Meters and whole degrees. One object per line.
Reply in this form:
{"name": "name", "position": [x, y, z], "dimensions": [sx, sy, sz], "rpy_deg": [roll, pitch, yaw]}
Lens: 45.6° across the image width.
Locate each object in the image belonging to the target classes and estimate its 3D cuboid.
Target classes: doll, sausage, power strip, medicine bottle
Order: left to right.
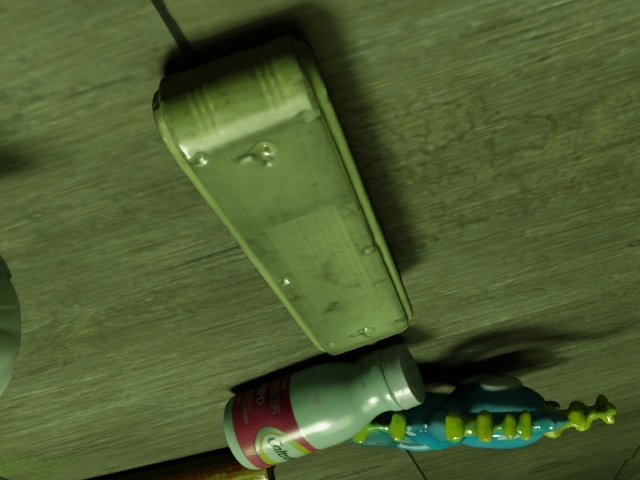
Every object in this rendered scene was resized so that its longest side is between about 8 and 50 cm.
{"name": "sausage", "position": [-0.247, 0.365, 1.086], "dimensions": [0.372, 0.082, 0.082], "rpy_deg": [-12, 152, -1]}
{"name": "power strip", "position": [0.000, 0.000, 0.547], "dimensions": [0.092, 0.066, 0.387], "rpy_deg": [-18, 149, 6]}
{"name": "medicine bottle", "position": [0.004, 0.182, 0.843], "dimensions": [0.217, 0.090, 0.090], "rpy_deg": [-23, 150, 18]}
{"name": "doll", "position": [0.152, 0.218, 0.975], "dimensions": [0.341, 0.098, 0.346], "rpy_deg": [5, 164, -18]}

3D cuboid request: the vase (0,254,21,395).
{"name": "vase", "position": [-0.271, -0.016, 0.236], "dimensions": [0.250, 0.249, 0.445], "rpy_deg": [-13, 156, -1]}
